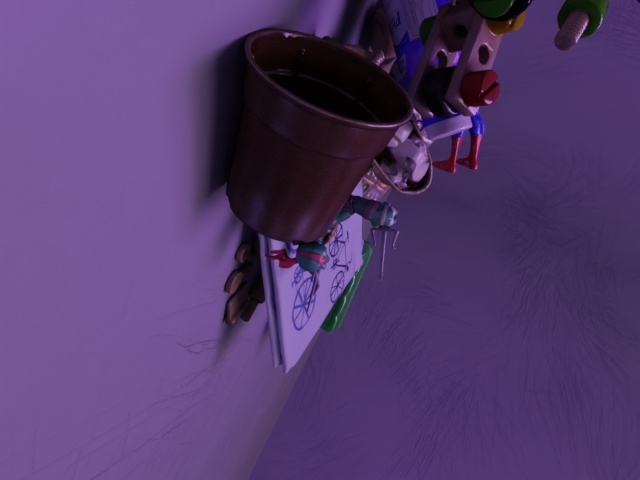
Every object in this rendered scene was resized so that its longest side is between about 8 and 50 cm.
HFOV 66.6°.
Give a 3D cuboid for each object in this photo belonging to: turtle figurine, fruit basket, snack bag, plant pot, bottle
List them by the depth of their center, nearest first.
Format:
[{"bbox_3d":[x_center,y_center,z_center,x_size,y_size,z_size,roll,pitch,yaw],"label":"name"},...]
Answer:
[{"bbox_3d":[-0.017,-0.098,0.499,0.167,0.166,0.165,-56,174,-51],"label":"plant pot"},{"bbox_3d":[0.017,-0.031,0.634,0.175,0.118,0.234,-19,-131,46],"label":"turtle figurine"},{"bbox_3d":[0.152,-0.291,0.706,0.118,0.092,0.283,-69,144,-84],"label":"bottle"},{"bbox_3d":[0.000,0.000,0.836,0.342,0.037,0.323,-50,145,-47],"label":"snack bag"},{"bbox_3d":[0.007,0.073,1.225,0.353,0.165,0.327,-100,-148,-77],"label":"fruit basket"}]

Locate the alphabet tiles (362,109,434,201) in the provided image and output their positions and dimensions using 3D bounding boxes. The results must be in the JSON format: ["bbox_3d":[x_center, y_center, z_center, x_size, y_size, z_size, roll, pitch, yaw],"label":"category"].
[{"bbox_3d":[0.093,-0.163,0.929,0.198,0.009,0.237,26,115,-40],"label":"alphabet tiles"}]

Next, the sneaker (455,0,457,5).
[{"bbox_3d":[0.237,-0.340,0.604,0.190,0.082,0.072,177,-96,-85],"label":"sneaker"}]

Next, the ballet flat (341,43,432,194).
[{"bbox_3d":[0.112,-0.174,0.788,0.123,0.123,0.348,-65,149,-10],"label":"ballet flat"}]

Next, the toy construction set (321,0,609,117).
[{"bbox_3d":[0.125,-0.282,0.546,0.237,0.257,0.309,-53,-171,-24],"label":"toy construction set"}]

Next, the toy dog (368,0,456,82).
[{"bbox_3d":[0.152,-0.317,0.940,0.161,0.219,0.334,-114,-143,-45],"label":"toy dog"}]

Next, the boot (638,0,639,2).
[{"bbox_3d":[0.316,-0.400,0.644,0.146,0.367,0.445,-43,-162,7],"label":"boot"}]

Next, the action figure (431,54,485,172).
[{"bbox_3d":[0.217,-0.268,0.799,0.091,0.139,0.281,-12,122,-32],"label":"action figure"}]

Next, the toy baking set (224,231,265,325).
[{"bbox_3d":[-0.082,0.017,0.787,0.197,0.030,0.256,98,17,-60],"label":"toy baking set"}]
